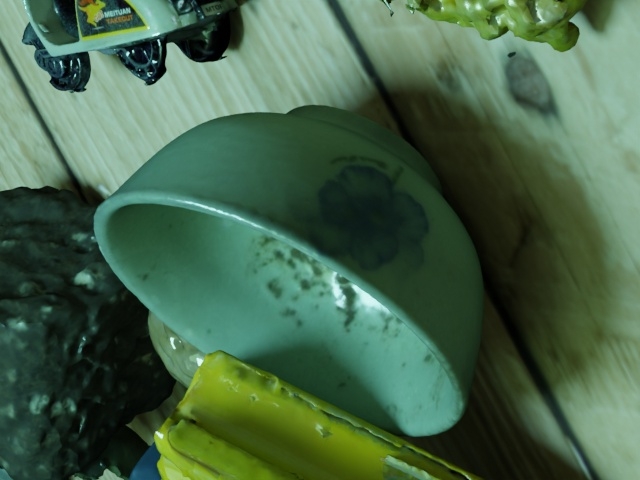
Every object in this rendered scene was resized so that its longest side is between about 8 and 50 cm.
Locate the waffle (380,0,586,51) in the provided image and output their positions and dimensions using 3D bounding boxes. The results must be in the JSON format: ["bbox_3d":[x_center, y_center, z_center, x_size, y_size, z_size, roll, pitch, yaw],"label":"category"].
[{"bbox_3d":[0.070,-0.256,1.146,0.300,0.058,0.281,50,146,15],"label":"waffle"}]

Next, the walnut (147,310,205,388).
[{"bbox_3d":[-0.065,0.063,1.518,0.162,0.140,0.140,44,148,47],"label":"walnut"}]

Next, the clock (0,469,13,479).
[{"bbox_3d":[-0.332,0.202,2.048,0.151,0.062,0.191,40,143,26],"label":"clock"}]

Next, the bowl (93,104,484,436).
[{"bbox_3d":[0.000,0.000,1.332,0.289,0.146,0.289,25,157,11],"label":"bowl"}]

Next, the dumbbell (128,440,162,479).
[{"bbox_3d":[-0.115,0.297,1.755,0.325,0.160,0.144,108,166,-51],"label":"dumbbell"}]

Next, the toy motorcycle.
[{"bbox_3d":[-0.163,-0.196,1.477,0.263,0.091,0.157,-2,107,51],"label":"toy motorcycle"}]

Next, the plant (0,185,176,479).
[{"bbox_3d":[-0.256,0.121,1.743,0.215,0.213,0.312,33,138,29],"label":"plant"}]

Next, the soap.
[{"bbox_3d":[0.037,0.215,1.417,0.324,0.096,0.204,25,155,9],"label":"soap"}]
